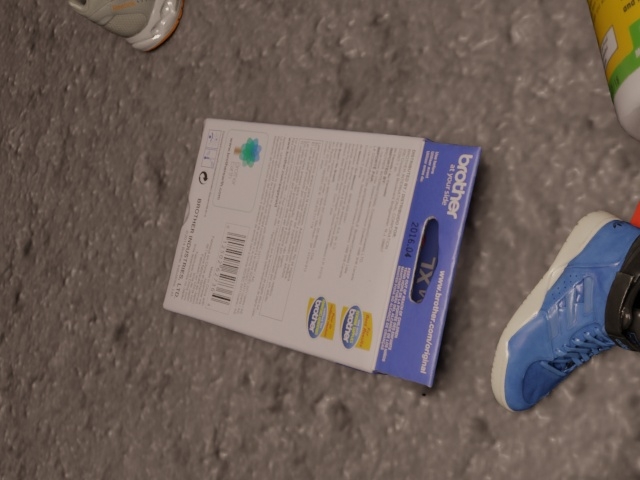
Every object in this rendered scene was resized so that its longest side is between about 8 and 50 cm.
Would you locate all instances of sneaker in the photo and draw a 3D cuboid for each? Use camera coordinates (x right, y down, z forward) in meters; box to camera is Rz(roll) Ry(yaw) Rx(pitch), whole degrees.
[{"bbox_3d":[-0.205,-0.345,0.998,0.099,0.121,0.262,-6,77,40],"label":"sneaker"},{"bbox_3d":[0.178,0.062,0.614,0.084,0.058,0.152,38,99,48],"label":"sneaker"}]

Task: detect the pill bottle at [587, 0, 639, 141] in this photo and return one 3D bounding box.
[{"bbox_3d":[0.227,-0.195,0.575,0.136,0.136,0.245,-22,67,36],"label":"pill bottle"}]

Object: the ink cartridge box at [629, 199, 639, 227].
[{"bbox_3d":[0.252,-0.020,0.587,0.115,0.029,0.062,28,99,41],"label":"ink cartridge box"}]

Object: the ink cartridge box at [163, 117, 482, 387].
[{"bbox_3d":[0.000,0.000,0.783,0.311,0.065,0.185,11,88,44],"label":"ink cartridge box"}]
